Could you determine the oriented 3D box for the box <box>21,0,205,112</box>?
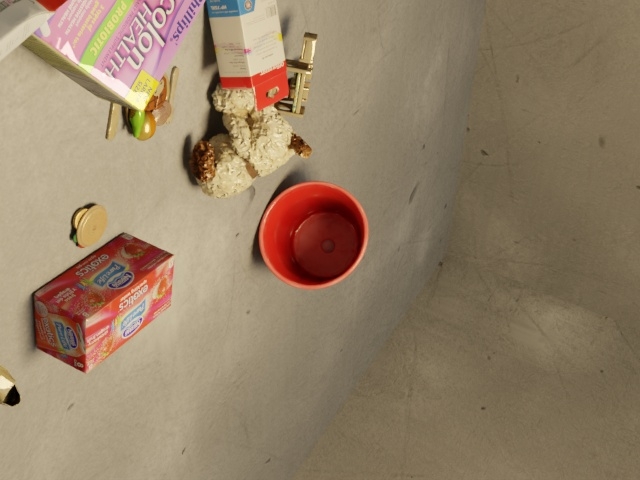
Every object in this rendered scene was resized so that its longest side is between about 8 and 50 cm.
[{"bbox_3d":[-0.316,-0.340,1.367,0.243,0.117,0.213,37,79,-50],"label":"box"}]

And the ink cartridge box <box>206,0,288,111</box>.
[{"bbox_3d":[-0.137,-0.376,1.851,0.134,0.078,0.231,-39,127,-52],"label":"ink cartridge box"}]

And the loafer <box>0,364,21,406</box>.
[{"bbox_3d":[-0.543,0.237,1.611,0.056,0.050,0.148,-59,158,-21],"label":"loafer"}]

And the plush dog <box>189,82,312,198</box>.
[{"bbox_3d":[-0.159,-0.176,1.987,0.225,0.210,0.262,-42,158,0],"label":"plush dog"}]

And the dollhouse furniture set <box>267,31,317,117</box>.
[{"bbox_3d":[-0.068,-0.392,2.137,0.161,0.101,0.182,-82,-177,-62],"label":"dollhouse furniture set"}]

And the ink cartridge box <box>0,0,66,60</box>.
[{"bbox_3d":[-0.414,-0.326,1.155,0.232,0.189,0.066,-53,-176,-29],"label":"ink cartridge box"}]

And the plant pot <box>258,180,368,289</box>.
[{"bbox_3d":[0.000,0.000,2.455,0.243,0.275,0.275,39,74,-79],"label":"plant pot"}]

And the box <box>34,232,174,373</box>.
[{"bbox_3d":[-0.390,0.109,1.754,0.257,0.122,0.128,-42,149,-50],"label":"box"}]

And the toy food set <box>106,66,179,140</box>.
[{"bbox_3d":[-0.303,-0.245,1.723,0.192,0.038,0.132,-31,139,-58],"label":"toy food set"}]

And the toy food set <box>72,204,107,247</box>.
[{"bbox_3d":[-0.411,-0.026,1.710,0.083,0.020,0.083,-37,145,-54],"label":"toy food set"}]
